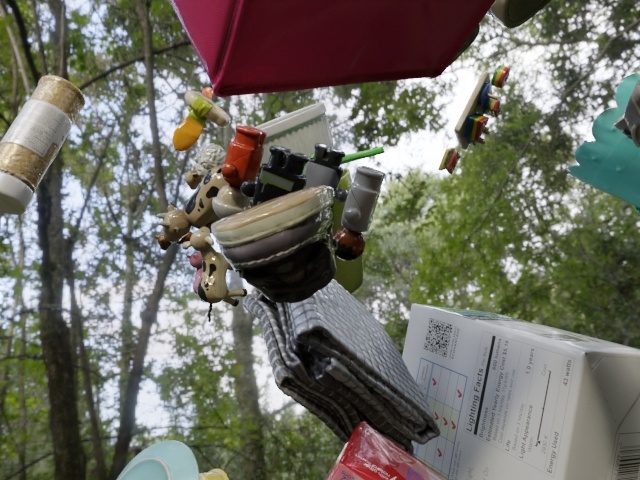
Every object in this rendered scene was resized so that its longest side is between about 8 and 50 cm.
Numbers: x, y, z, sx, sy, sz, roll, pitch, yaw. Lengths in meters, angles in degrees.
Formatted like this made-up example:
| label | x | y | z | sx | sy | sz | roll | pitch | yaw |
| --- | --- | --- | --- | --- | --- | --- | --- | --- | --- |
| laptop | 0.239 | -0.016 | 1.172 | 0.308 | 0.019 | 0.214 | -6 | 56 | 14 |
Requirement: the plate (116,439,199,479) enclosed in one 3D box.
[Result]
| label | x | y | z | sx | sy | sz | roll | pitch | yaw |
| --- | --- | --- | --- | --- | --- | --- | --- | --- | --- |
| plate | -0.234 | 0.349 | 0.676 | 0.188 | 0.188 | 0.024 | -22 | -49 | 24 |

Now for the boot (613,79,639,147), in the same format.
| label | x | y | z | sx | sy | sz | roll | pitch | yaw |
| --- | --- | --- | --- | --- | --- | --- | --- | --- | --- |
| boot | 0.330 | -0.084 | 0.472 | 0.095 | 0.123 | 0.258 | -35 | -40 | -42 |

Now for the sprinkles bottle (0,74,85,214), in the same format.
| label | x | y | z | sx | sy | sz | roll | pitch | yaw |
| --- | --- | --- | --- | --- | --- | --- | --- | --- | --- |
| sprinkles bottle | -0.703 | -0.238 | 1.276 | 0.121 | 0.355 | 0.121 | 10 | -28 | 5 |

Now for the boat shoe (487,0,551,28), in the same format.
| label | x | y | z | sx | sy | sz | roll | pitch | yaw |
| --- | --- | --- | --- | --- | --- | --- | --- | --- | --- |
| boat shoe | 0.308 | -0.396 | 0.659 | 0.302 | 0.103 | 0.113 | -36 | -31 | -7 |

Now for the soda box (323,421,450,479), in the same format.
| label | x | y | z | sx | sy | sz | roll | pitch | yaw |
| --- | --- | --- | --- | --- | --- | --- | --- | --- | --- |
| soda box | 0.120 | 0.294 | 0.490 | 0.092 | 0.263 | 0.083 | -63 | -12 | 17 |

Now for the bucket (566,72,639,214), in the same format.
| label | x | y | z | sx | sy | sz | roll | pitch | yaw |
| --- | --- | --- | --- | --- | --- | --- | --- | --- | --- |
| bucket | 0.573 | -0.176 | 0.876 | 0.281 | 0.183 | 0.281 | -41 | -26 | -25 |

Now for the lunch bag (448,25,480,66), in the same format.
| label | x | y | z | sx | sy | sz | roll | pitch | yaw |
| --- | --- | --- | --- | --- | --- | --- | --- | --- | --- |
| lunch bag | 0.242 | -0.627 | 1.405 | 0.305 | 0.256 | 0.212 | 14 | -46 | -38 |

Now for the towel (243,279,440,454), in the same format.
| label | x | y | z | sx | sy | sz | roll | pitch | yaw |
| --- | --- | --- | --- | --- | --- | --- | --- | --- | --- |
| towel | 0.022 | 0.171 | 0.762 | 0.121 | 0.235 | 0.284 | -42 | -61 | 9 |

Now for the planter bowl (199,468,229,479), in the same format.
| label | x | y | z | sx | sy | sz | roll | pitch | yaw |
| --- | --- | --- | --- | --- | --- | --- | --- | --- | --- |
| planter bowl | -0.246 | 0.486 | 0.879 | 0.090 | 0.217 | 0.217 | 29 | -42 | -23 |

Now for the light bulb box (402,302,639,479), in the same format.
| label | x | y | z | sx | sy | sz | roll | pitch | yaw |
| --- | --- | --- | --- | --- | --- | --- | --- | --- | --- |
| light bulb box | 0.324 | 0.318 | 0.903 | 0.225 | 0.357 | 0.361 | 11 | 0 | -31 |

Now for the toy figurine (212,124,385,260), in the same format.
| label | x | y | z | sx | sy | sz | roll | pitch | yaw |
| --- | --- | --- | --- | --- | --- | --- | --- | --- | --- |
| toy figurine | -0.033 | -0.059 | 0.743 | 0.210 | 0.213 | 0.148 | 7 | -72 | -33 |

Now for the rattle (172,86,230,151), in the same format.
| label | x | y | z | sx | sy | sz | roll | pitch | yaw |
| --- | --- | --- | --- | --- | --- | --- | --- | --- | --- |
| rattle | -0.308 | -0.309 | 1.333 | 0.130 | 0.199 | 0.142 | 13 | -69 | -27 |

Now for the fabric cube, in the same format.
| label | x | y | z | sx | sy | sz | roll | pitch | yaw |
| --- | --- | --- | --- | --- | --- | --- | --- | --- | --- |
| fabric cube | 0.006 | -0.303 | 0.410 | 0.259 | 0.258 | 0.254 | -15 | -22 | -32 |

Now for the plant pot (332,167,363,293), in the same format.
| label | x | y | z | sx | sy | sz | roll | pitch | yaw |
| --- | --- | --- | --- | --- | --- | --- | --- | --- | --- |
| plant pot | 0.000 | 0.000 | 1.363 | 0.275 | 0.293 | 0.275 | -21 | 15 | 6 |

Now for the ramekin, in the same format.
| label | x | y | z | sx | sy | sz | roll | pitch | yaw |
| --- | --- | --- | --- | --- | --- | --- | --- | --- | --- |
| ramekin | -0.070 | -0.215 | 1.144 | 0.207 | 0.109 | 0.207 | -20 | 17 | 6 |

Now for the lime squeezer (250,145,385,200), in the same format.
| label | x | y | z | sx | sy | sz | roll | pitch | yaw |
| --- | --- | --- | --- | --- | --- | --- | --- | --- | --- |
| lime squeezer | -0.026 | -0.143 | 1.052 | 0.311 | 0.058 | 0.110 | -19 | 13 | 12 |

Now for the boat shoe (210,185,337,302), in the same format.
| label | x | y | z | sx | sy | sz | roll | pitch | yaw |
| --- | --- | --- | --- | --- | --- | --- | --- | --- | --- |
| boat shoe | -0.028 | 0.011 | 0.481 | 0.103 | 0.092 | 0.285 | -17 | 0 | -2 |

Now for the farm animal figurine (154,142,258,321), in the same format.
| label | x | y | z | sx | sy | sz | roll | pitch | yaw |
| --- | --- | --- | --- | --- | --- | --- | --- | --- | --- |
| farm animal figurine | -0.267 | -0.036 | 1.193 | 0.172 | 0.330 | 0.326 | 19 | -74 | -48 |

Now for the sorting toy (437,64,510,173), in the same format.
| label | x | y | z | sx | sy | sz | roll | pitch | yaw |
| --- | --- | --- | --- | --- | --- | --- | --- | --- | --- |
| sorting toy | 0.333 | -0.255 | 1.097 | 0.046 | 0.274 | 0.132 | 28 | 3 | 23 |
